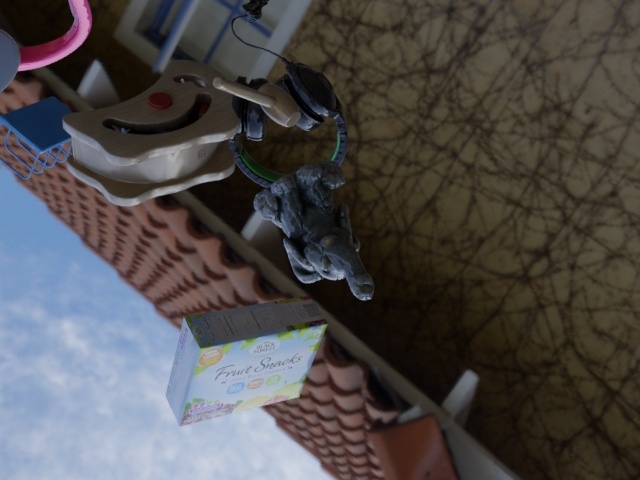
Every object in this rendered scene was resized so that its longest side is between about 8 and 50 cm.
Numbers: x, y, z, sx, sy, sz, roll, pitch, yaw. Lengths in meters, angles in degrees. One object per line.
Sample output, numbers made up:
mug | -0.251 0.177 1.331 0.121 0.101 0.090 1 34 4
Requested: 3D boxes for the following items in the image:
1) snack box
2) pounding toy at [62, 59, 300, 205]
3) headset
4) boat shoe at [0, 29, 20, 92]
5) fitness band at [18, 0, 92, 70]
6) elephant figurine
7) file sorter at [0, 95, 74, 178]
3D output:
snack box | -0.111 0.177 1.186 0.207 0.174 0.070 -8 -136 -33
pounding toy | -0.172 -0.166 0.957 0.270 0.154 0.154 -20 -126 -28
headset | -0.084 -0.292 1.611 0.185 0.244 0.394 -86 -18 -56
boat shoe | -0.649 -0.225 1.267 0.135 0.367 0.156 58 169 -26
fitness band | -0.493 -0.373 1.341 0.054 0.209 0.291 62 167 8
elephant figurine | 0.000 0.000 1.351 0.239 0.169 0.186 61 -151 1
file sorter | -0.620 -0.225 1.772 0.118 0.104 0.170 39 -147 4
